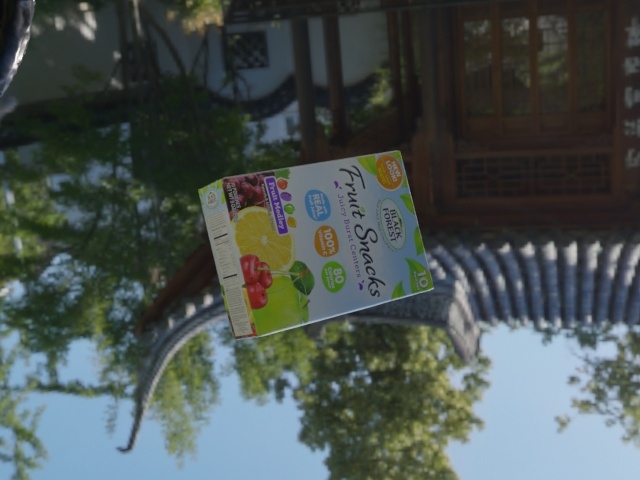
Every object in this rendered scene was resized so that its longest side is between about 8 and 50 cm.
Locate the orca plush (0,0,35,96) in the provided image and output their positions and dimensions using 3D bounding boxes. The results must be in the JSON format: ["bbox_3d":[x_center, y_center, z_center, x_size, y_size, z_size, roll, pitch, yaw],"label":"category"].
[{"bbox_3d":[-0.180,-0.119,0.313,0.151,0.287,0.102,35,-159,22],"label":"orca plush"}]

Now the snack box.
[{"bbox_3d":[0.000,0.000,0.582,0.141,0.100,0.037,-12,178,-33],"label":"snack box"}]
